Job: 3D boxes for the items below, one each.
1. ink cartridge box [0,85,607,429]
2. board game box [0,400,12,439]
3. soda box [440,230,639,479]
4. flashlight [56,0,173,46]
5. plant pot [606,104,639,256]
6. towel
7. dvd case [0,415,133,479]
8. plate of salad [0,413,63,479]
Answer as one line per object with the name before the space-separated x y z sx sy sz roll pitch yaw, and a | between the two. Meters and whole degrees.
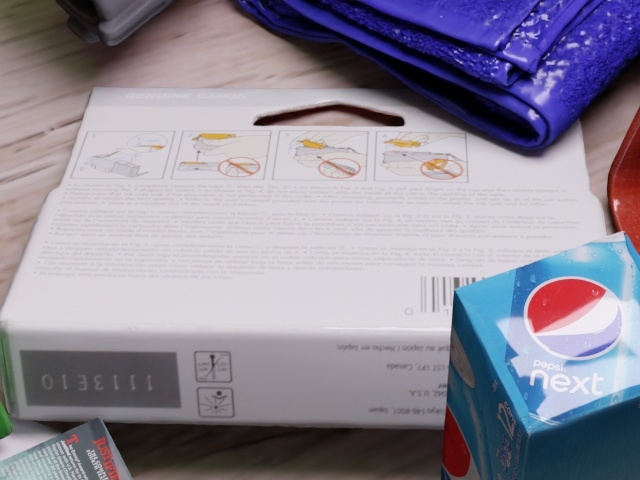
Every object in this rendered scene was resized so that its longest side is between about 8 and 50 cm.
ink cartridge box | 0.000 0.000 0.844 0.275 0.060 0.239 1 29 3
board game box | -0.314 0.018 0.804 0.242 0.064 0.316 -24 47 -14
soda box | 0.092 0.090 0.679 0.071 0.210 0.067 -18 56 -11
flashlight | -0.034 -0.234 0.928 0.304 0.103 0.103 -43 80 -13
plant pot | 0.302 -0.007 0.726 0.236 0.267 0.267 -3 54 -14
towel | 0.125 -0.198 0.948 0.228 0.076 0.308 30 60 32
dvd case | -0.129 0.134 0.719 0.119 0.013 0.087 -25 61 -14
plate of salad | -0.164 0.166 0.735 0.200 0.048 0.200 0 58 0
